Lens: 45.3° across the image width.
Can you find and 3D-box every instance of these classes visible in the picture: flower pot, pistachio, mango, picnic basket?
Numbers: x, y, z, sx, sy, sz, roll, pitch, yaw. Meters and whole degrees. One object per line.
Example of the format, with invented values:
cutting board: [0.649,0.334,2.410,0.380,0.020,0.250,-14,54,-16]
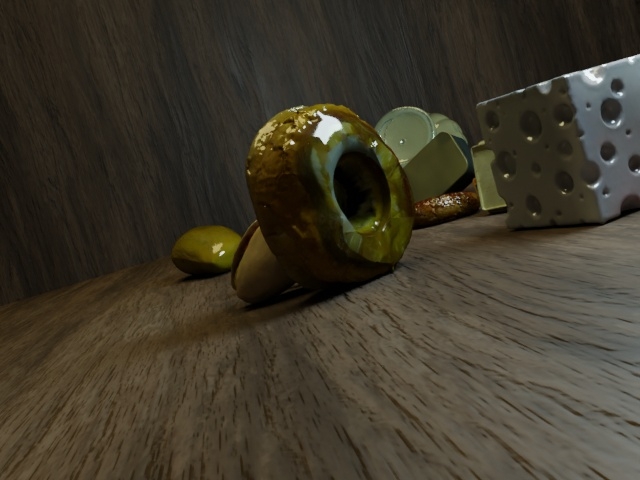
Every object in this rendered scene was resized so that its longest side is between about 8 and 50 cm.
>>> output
flower pot: [0.302,-0.278,2.414,0.307,0.308,0.244,-14,-19,26]
pistachio: [-0.077,0.031,1.398,0.200,0.145,0.117,-58,31,-5]
mango: [-0.322,0.030,2.267,0.195,0.142,0.331,-25,17,-33]
picnic basket: [0.407,-0.147,1.688,0.079,0.164,0.115,-9,0,-35]

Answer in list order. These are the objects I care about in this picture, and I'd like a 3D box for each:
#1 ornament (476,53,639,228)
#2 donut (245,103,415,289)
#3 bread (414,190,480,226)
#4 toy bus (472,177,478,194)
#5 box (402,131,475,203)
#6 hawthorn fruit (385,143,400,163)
ornament: [0.455,-0.167,1.320,0.239,0.240,0.239,-18,5,-23]
donut: [0.028,-0.072,1.297,0.330,0.330,0.160,-20,13,-37]
bread: [0.296,-0.080,1.868,0.193,0.064,0.193,-15,2,1]
toy bus: [0.453,-0.150,1.995,0.088,0.083,0.194,-24,-1,22]
box: [0.327,-0.184,2.087,0.090,0.144,0.201,3,-40,-47]
hawthorn fruit: [0.079,-0.179,2.088,0.287,0.330,0.287,-5,8,1]
